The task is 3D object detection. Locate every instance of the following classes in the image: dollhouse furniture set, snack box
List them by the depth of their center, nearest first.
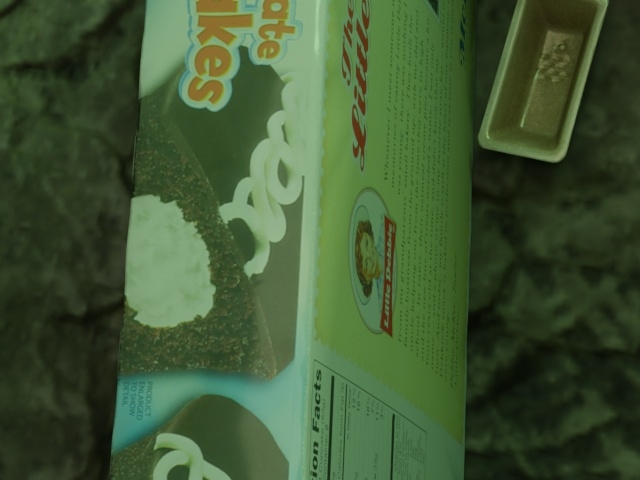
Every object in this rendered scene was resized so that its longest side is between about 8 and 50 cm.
[{"bbox_3d":[0.000,0.000,0.605,0.060,0.187,0.322,-2,74,17],"label":"snack box"},{"bbox_3d":[0.098,-0.085,0.655,0.091,0.081,0.114,13,79,20],"label":"dollhouse furniture set"}]
